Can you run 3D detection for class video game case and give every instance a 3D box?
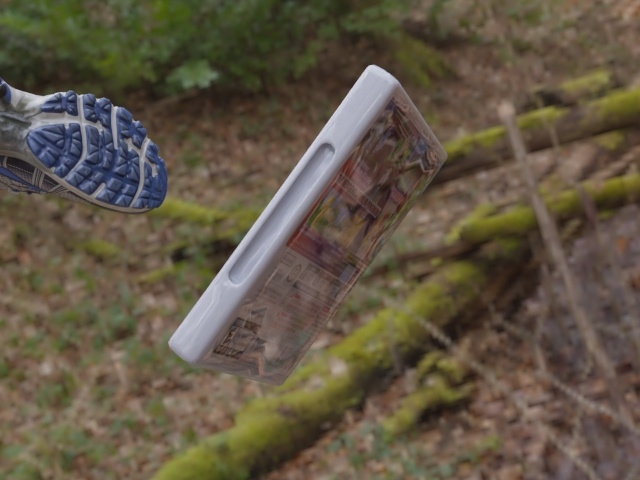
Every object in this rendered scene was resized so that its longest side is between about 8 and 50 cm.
[{"bbox_3d":[0.000,0.000,0.927,0.183,0.023,0.201,-54,-15,0],"label":"video game case"}]

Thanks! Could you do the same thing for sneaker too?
[{"bbox_3d":[-0.140,-0.046,0.792,0.058,0.135,0.052,-41,28,60],"label":"sneaker"}]
